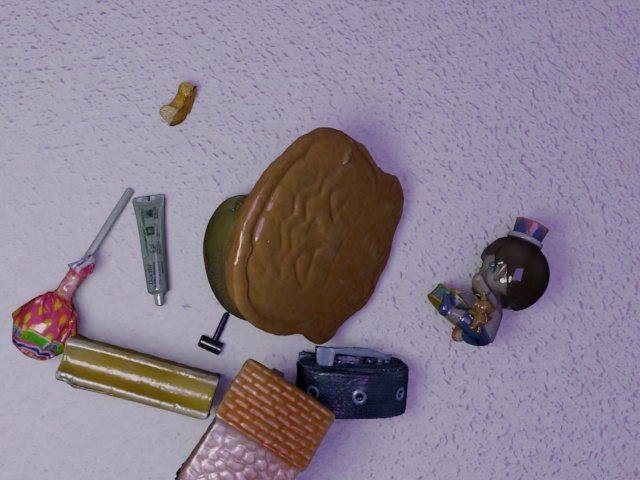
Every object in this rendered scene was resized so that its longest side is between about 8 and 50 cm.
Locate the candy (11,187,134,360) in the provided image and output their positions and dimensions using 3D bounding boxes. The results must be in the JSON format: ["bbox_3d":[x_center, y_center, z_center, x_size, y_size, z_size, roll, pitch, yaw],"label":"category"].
[{"bbox_3d":[-0.453,0.057,1.407,0.124,0.124,0.365,29,73,-2],"label":"candy"}]

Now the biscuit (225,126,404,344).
[{"bbox_3d":[0.002,0.001,1.356,0.365,0.062,0.385,33,80,-43],"label":"biscuit"}]

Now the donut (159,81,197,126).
[{"bbox_3d":[-0.279,-0.271,1.458,0.038,0.067,0.083,32,117,14],"label":"donut"}]

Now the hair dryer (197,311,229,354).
[{"bbox_3d":[-0.202,0.177,1.448,0.047,0.026,0.083,25,80,-4],"label":"hair dryer"}]

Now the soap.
[{"bbox_3d":[-0.324,0.250,1.355,0.274,0.173,0.089,16,80,-5],"label":"soap"}]

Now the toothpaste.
[{"bbox_3d":[-0.323,0.019,1.444,0.064,0.041,0.218,-8,82,0],"label":"toothpaste"}]

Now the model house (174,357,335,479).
[{"bbox_3d":[-0.103,0.355,1.330,0.202,0.237,0.237,32,87,2],"label":"model house"}]

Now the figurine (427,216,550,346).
[{"bbox_3d":[0.345,0.078,1.449,0.275,0.161,0.158,-40,54,-9],"label":"figurine"}]

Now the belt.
[{"bbox_3d":[0.063,0.262,1.411,0.218,0.122,0.128,5,99,-10],"label":"belt"}]

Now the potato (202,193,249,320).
[{"bbox_3d":[-0.131,0.036,1.400,0.174,0.159,0.251,2,92,39],"label":"potato"}]
